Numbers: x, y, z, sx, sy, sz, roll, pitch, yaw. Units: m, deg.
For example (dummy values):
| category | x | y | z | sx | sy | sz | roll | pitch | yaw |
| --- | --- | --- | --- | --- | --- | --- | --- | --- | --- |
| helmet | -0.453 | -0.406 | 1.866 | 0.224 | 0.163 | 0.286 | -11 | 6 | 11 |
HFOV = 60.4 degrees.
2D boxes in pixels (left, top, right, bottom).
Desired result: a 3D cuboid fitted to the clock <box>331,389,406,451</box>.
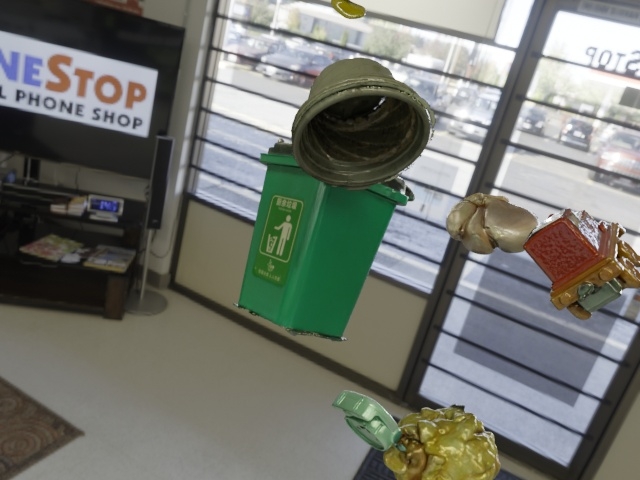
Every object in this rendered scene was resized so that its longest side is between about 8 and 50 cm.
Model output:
| category | x | y | z | sx | sy | sz | roll | pitch | yaw |
| --- | --- | --- | --- | --- | --- | --- | --- | --- | --- |
| clock | 0.125 | 0.447 | 1.331 | 0.060 | 0.188 | 0.148 | -48 | 19 | -26 |

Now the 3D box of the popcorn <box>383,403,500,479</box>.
| category | x | y | z | sx | sy | sz | roll | pitch | yaw |
| --- | --- | --- | --- | --- | --- | --- | --- | --- | --- |
| popcorn | 0.304 | 0.542 | 1.407 | 0.287 | 0.215 | 0.252 | -10 | 4 | 37 |

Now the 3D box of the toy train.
| category | x | y | z | sx | sy | sz | roll | pitch | yaw |
| --- | --- | --- | --- | --- | --- | --- | --- | --- | --- |
| toy train | 0.592 | 0.034 | 1.250 | 0.231 | 0.163 | 0.369 | 52 | 33 | 5 |

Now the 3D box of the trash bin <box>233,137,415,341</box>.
| category | x | y | z | sx | sy | sz | roll | pitch | yaw |
| --- | --- | --- | --- | --- | --- | --- | --- | --- | --- |
| trash bin | 0.000 | 0.000 | 1.168 | 0.295 | 0.380 | 0.259 | 18 | 0 | -41 |

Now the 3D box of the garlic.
| category | x | y | z | sx | sy | sz | roll | pitch | yaw |
| --- | --- | --- | --- | --- | --- | --- | --- | --- | --- |
| garlic | 0.530 | -0.044 | 1.699 | 0.279 | 0.132 | 0.325 | 2 | 29 | 15 |

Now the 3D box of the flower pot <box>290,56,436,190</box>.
| category | x | y | z | sx | sy | sz | roll | pitch | yaw |
| --- | --- | --- | --- | --- | --- | --- | --- | --- | --- |
| flower pot | 0.061 | -0.207 | 0.910 | 0.236 | 0.235 | 0.140 | 9 | 53 | -18 |

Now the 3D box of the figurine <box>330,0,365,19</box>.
| category | x | y | z | sx | sy | sz | roll | pitch | yaw |
| --- | --- | --- | --- | --- | --- | --- | --- | --- | --- |
| figurine | 0.177 | -0.787 | 1.447 | 0.284 | 0.338 | 0.204 | -1 | 55 | -5 |
